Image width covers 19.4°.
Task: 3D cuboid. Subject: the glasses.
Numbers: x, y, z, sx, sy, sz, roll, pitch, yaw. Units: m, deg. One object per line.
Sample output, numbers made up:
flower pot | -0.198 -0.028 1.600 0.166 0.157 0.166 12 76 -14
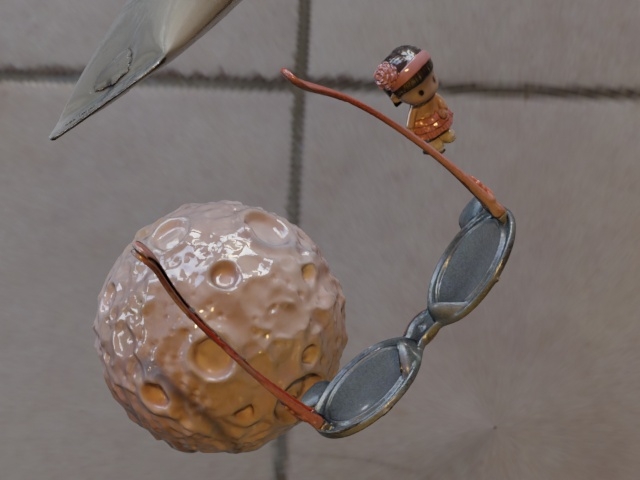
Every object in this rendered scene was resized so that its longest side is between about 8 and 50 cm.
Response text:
glasses | 0.000 0.000 1.425 0.268 0.118 0.234 41 91 -27

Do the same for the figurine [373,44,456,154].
figurine | 0.098 -0.147 1.972 0.072 0.129 0.054 -40 39 -20

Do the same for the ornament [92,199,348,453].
ornament | -0.093 0.091 1.869 0.259 0.259 0.225 -48 60 -1

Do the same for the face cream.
face cream | -0.122 -0.202 1.577 0.143 0.314 0.089 -27 111 39
